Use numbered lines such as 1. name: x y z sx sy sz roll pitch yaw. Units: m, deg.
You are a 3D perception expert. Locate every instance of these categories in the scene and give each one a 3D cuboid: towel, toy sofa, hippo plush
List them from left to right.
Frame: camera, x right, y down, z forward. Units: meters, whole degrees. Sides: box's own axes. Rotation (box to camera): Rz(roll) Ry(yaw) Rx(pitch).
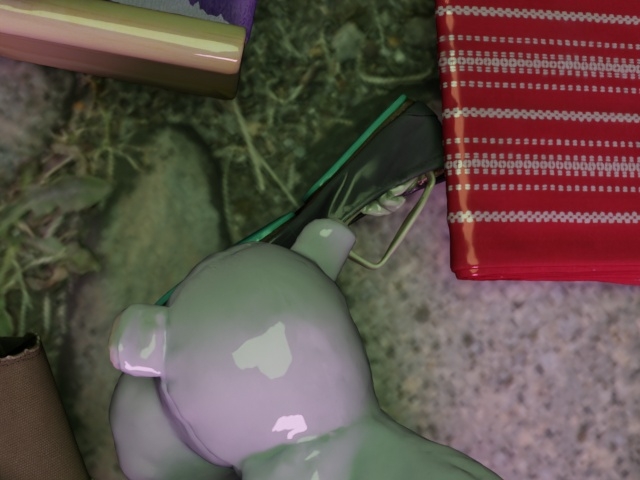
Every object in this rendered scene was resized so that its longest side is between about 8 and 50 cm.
1. toy sofa: -0.084 -0.273 0.946 0.150 0.177 0.362 11 80 -4
2. hippo plush: -0.026 0.131 0.845 0.234 0.294 0.236 -34 83 -31
3. towel: 0.157 -0.108 0.998 0.199 0.031 0.274 0 81 -21

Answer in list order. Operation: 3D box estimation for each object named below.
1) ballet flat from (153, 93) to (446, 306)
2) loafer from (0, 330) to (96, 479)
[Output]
1. ballet flat: 0.000 0.000 0.969 0.203 0.074 0.074 -40 87 -12
2. loafer: -0.182 0.096 0.911 0.251 0.094 0.087 47 111 2
